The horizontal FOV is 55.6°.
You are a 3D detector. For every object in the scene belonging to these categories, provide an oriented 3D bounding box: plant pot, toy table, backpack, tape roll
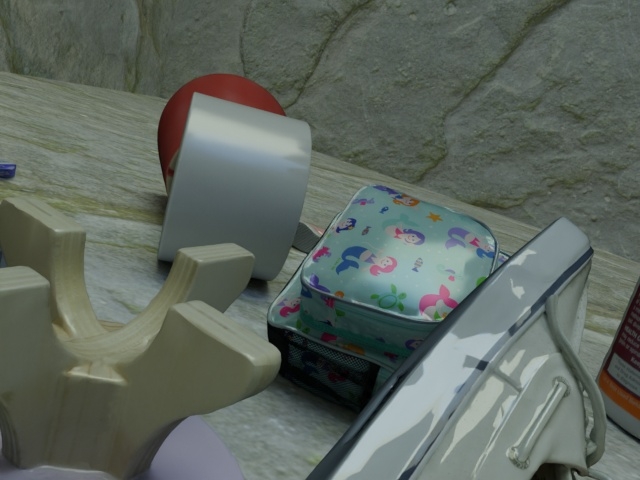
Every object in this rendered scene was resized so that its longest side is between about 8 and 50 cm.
[{"bbox_3d":[-0.175,-0.145,1.112,0.275,0.274,0.243,13,24,-14],"label":"plant pot"},{"bbox_3d":[-0.153,0.085,0.411,0.275,0.160,0.252,22,15,18],"label":"toy table"},{"bbox_3d":[0.096,0.074,0.636,0.254,0.191,0.225,25,49,14],"label":"backpack"},{"bbox_3d":[-0.129,-0.074,0.879,0.169,0.246,0.246,13,14,-15],"label":"tape roll"}]

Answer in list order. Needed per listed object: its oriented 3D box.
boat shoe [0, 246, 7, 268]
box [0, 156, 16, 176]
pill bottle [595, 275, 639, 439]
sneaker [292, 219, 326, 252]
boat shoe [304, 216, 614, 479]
[{"bbox_3d":[-0.397,0.000,0.640,0.258,0.095,0.084,19,6,-34],"label":"boat shoe"},{"bbox_3d":[-0.595,-0.136,1.048,0.136,0.028,0.081,25,16,23],"label":"box"},{"bbox_3d":[0.516,0.067,0.742,0.224,0.391,0.224,15,14,-4],"label":"pill bottle"},{"bbox_3d":[0.000,0.000,1.137,0.134,0.050,0.070,26,15,22],"label":"sneaker"},{"bbox_3d":[0.123,0.129,0.400,0.156,0.135,0.367,44,52,9],"label":"boat shoe"}]
